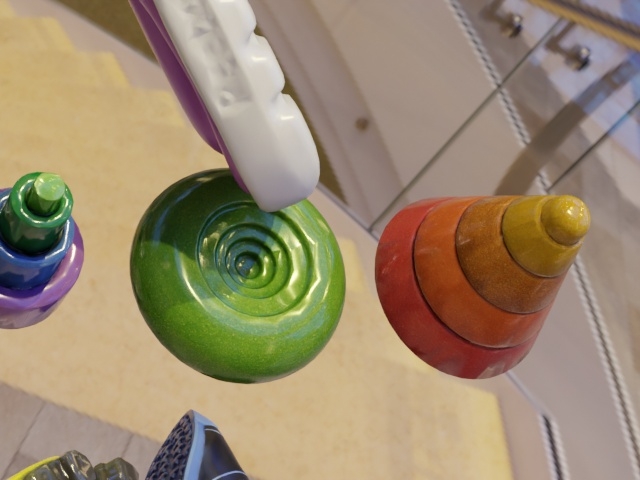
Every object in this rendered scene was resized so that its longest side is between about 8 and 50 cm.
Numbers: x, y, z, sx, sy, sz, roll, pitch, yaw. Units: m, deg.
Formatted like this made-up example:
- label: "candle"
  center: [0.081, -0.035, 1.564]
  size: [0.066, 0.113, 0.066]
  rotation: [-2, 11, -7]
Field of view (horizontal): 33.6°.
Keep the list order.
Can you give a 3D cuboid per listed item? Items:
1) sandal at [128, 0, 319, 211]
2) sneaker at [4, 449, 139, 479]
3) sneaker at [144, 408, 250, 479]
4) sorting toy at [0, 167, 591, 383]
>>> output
- label: "sandal"
  center: [-0.133, -0.183, 0.498]
  size: [0.416, 0.102, 0.169]
  rotation: [59, -1, -10]
- label: "sneaker"
  center: [-0.155, 0.178, 0.270]
  size: [0.134, 0.146, 0.343]
  rotation: [63, 20, 1]
- label: "sneaker"
  center: [-0.069, 0.205, 0.731]
  size: [0.090, 0.081, 0.232]
  rotation: [33, 14, -19]
- label: "sorting toy"
  center: [0.000, 0.000, 0.561]
  size: [0.366, 0.126, 0.127]
  rotation: [4, 67, -25]
